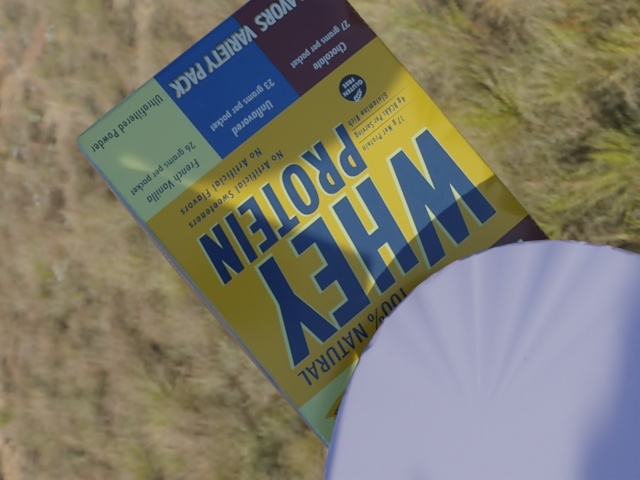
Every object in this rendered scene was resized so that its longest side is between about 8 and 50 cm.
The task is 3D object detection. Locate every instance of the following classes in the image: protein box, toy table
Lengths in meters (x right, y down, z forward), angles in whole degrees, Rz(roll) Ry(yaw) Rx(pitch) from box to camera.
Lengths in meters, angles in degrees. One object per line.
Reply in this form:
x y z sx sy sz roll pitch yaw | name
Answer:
0.000 0.000 0.575 0.136 0.200 0.201 -40 -2 -7 | protein box
0.120 0.140 0.377 0.252 0.161 0.274 -25 39 16 | toy table
